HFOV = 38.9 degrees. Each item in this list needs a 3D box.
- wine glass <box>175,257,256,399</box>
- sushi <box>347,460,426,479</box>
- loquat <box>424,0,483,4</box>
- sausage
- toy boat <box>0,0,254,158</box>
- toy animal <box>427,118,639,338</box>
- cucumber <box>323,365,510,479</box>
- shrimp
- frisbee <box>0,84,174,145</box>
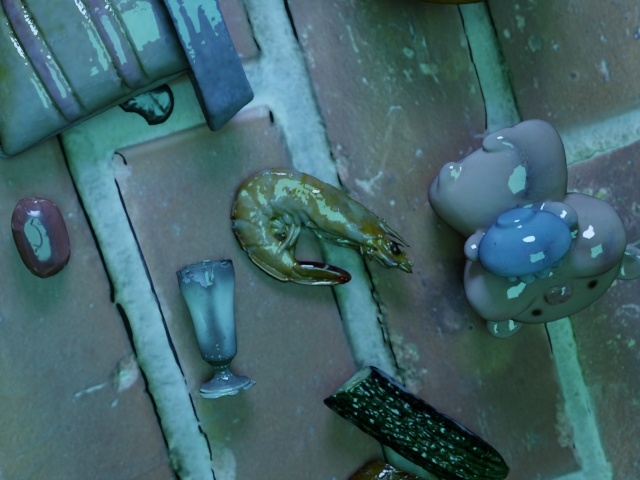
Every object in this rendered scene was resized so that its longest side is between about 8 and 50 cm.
[{"bbox_3d":[-0.124,0.103,1.074,0.072,0.072,0.155,-10,97,-11],"label":"wine glass"},{"bbox_3d":[0.095,0.316,1.146,0.120,0.052,0.055,26,74,-14],"label":"sushi"},{"bbox_3d":[0.146,-0.393,1.014,0.263,0.263,0.262,-1,94,-12],"label":"loquat"},{"bbox_3d":[-0.319,-0.004,1.033,0.059,0.054,0.094,-15,97,-10],"label":"sausage"},{"bbox_3d":[-0.232,-0.244,0.995,0.294,0.111,0.275,-8,96,-8],"label":"toy boat"},{"bbox_3d":[0.240,-0.019,1.088,0.210,0.229,0.221,-31,57,19],"label":"toy animal"},{"bbox_3d":[0.124,0.241,1.134,0.265,0.077,0.077,36,87,-13],"label":"cucumber"},{"bbox_3d":[0.001,0.000,1.100,0.236,0.053,0.133,25,87,-9],"label":"shrimp"},{"bbox_3d":[-0.291,-0.203,1.045,0.211,0.012,0.187,-17,97,-10],"label":"frisbee"}]
